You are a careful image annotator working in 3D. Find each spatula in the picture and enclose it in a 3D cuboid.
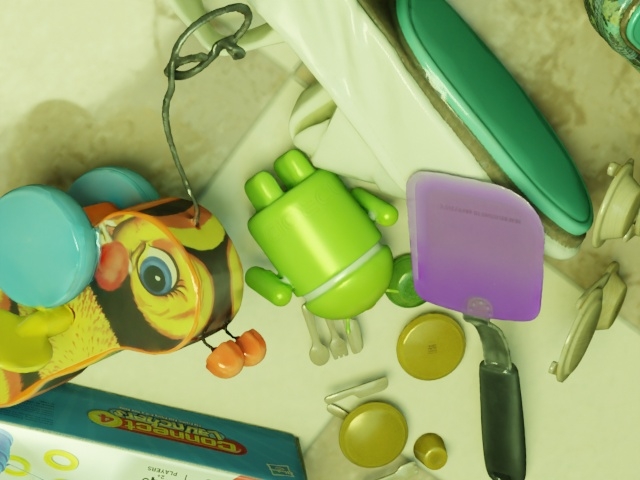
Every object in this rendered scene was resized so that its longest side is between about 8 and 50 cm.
[{"bbox_3d":[0.108,0.071,0.949,0.084,0.030,0.296,11,143,22],"label":"spatula"}]

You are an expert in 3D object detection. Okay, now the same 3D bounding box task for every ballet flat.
[{"bbox_3d":[0.005,-0.127,0.894,0.139,0.139,0.400,-39,110,5],"label":"ballet flat"},{"bbox_3d":[0.222,-0.123,0.941,0.070,0.070,0.188,-48,138,8],"label":"ballet flat"}]

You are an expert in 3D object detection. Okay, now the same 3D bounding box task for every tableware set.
[{"bbox_3d":[0.184,0.011,0.956,0.020,0.141,0.169,24,105,19],"label":"tableware set"},{"bbox_3d":[0.050,0.089,1.016,0.104,0.024,0.154,-19,108,-5],"label":"tableware set"}]

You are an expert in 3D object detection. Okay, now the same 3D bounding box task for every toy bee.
[{"bbox_3d":[-0.118,0.029,0.863,0.195,0.298,0.162,-28,79,-40],"label":"toy bee"}]

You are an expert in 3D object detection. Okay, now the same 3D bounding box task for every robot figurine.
[{"bbox_3d":[0.000,0.000,0.948,0.101,0.067,0.115,-38,94,-18],"label":"robot figurine"}]

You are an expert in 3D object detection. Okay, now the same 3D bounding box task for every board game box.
[{"bbox_3d":[-0.198,0.246,0.996,0.308,0.086,0.302,14,105,-12],"label":"board game box"}]
